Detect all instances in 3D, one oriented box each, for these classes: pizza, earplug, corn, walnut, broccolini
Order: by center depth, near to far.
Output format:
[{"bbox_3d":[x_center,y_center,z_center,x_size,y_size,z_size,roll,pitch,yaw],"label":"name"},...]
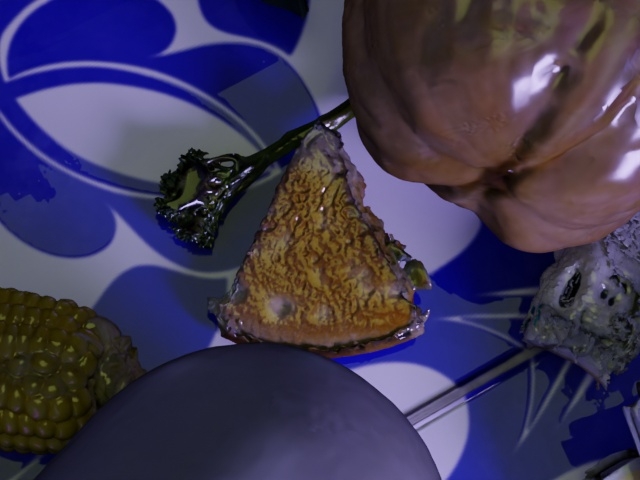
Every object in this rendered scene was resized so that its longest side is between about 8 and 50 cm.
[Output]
[{"bbox_3d":[-0.081,0.262,1.200,0.313,0.312,0.394,38,58,5],"label":"earplug"},{"bbox_3d":[-0.307,0.089,1.337,0.347,0.130,0.130,9,77,1],"label":"corn"},{"bbox_3d":[0.175,-0.176,1.340,0.306,0.306,0.344,22,65,2],"label":"walnut"},{"bbox_3d":[0.000,0.000,1.410,0.185,0.052,0.195,0,87,2],"label":"pizza"},{"bbox_3d":[-0.029,-0.083,1.447,0.254,0.071,0.057,-33,40,-16],"label":"broccolini"}]

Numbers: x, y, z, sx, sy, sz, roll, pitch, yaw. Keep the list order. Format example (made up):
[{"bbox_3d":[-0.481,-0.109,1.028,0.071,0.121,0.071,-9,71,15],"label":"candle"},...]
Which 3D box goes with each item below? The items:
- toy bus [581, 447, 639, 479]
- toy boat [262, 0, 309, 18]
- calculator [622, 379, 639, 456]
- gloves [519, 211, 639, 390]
[{"bbox_3d":[0.374,0.184,1.372,0.343,0.097,0.138,-16,81,-6],"label":"toy bus"},{"bbox_3d":[-0.044,-0.303,1.456,0.103,0.093,0.246,-14,78,1],"label":"toy boat"},{"bbox_3d":[0.347,0.213,1.308,0.166,0.028,0.274,-21,89,-5],"label":"calculator"},{"bbox_3d":[0.238,0.039,1.409,0.114,0.070,0.153,28,75,3],"label":"gloves"}]
